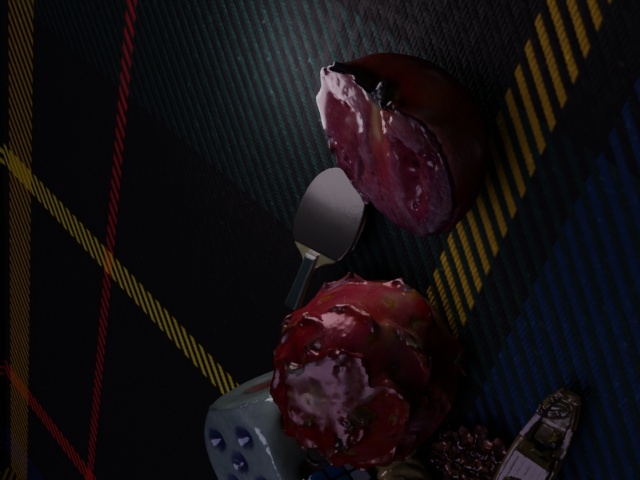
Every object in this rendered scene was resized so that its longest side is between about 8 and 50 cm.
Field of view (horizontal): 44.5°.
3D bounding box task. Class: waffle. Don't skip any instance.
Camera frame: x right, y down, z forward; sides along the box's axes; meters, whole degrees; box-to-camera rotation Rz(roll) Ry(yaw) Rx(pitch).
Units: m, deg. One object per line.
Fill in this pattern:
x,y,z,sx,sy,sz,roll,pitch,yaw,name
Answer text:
0.306,0.452,1.472,0.234,0.055,0.221,50,134,13,waffle

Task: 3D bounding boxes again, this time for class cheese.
0.178,0.523,1.569,0.226,0.117,0.214,65,167,8,cheese

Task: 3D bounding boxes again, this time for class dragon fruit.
0.062,0.244,1.462,0.386,0.249,0.371,-15,79,28,dragon fruit

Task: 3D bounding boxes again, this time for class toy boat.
0.349,0.389,1.321,0.089,0.121,0.321,33,110,26,toy boat

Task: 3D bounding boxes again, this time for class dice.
-0.079,0.438,1.743,0.264,0.268,0.263,-18,94,48,dice

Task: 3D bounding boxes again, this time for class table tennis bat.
0.000,0.000,1.562,0.173,0.022,0.301,26,97,39,table tennis bat

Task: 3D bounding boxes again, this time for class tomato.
0.150,-0.177,1.315,0.335,0.176,0.290,39,152,29,tomato

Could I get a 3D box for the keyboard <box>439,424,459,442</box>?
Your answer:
0.332,0.456,1.499,0.262,0.016,0.106,32,128,34,keyboard

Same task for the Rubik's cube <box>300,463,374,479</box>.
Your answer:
0.048,0.545,1.541,0.155,0.151,0.154,50,156,48,Rubik's cube
